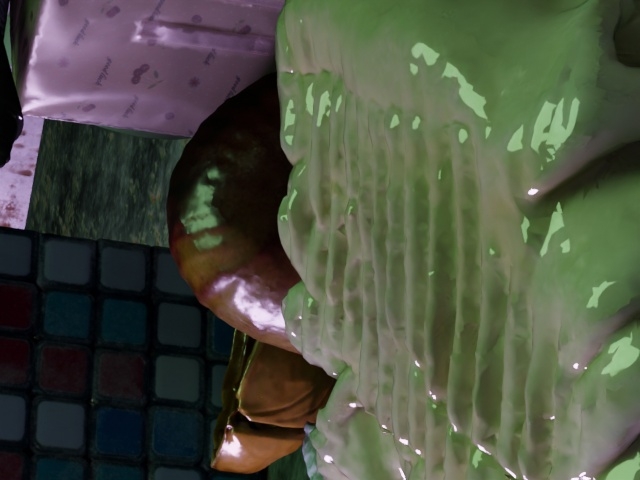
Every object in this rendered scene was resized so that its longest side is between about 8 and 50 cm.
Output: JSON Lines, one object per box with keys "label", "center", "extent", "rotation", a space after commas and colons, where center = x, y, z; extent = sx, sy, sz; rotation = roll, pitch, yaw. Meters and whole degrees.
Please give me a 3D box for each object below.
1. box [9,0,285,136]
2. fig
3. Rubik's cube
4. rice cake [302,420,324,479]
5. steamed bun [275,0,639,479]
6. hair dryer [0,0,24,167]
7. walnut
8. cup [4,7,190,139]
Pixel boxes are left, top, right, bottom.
{"label": "box", "center": [-0.117, -0.224, 1.624], "extent": [0.225, 0.297, 0.190], "rotation": [-103, 27, -48]}
{"label": "fig", "center": [0.000, 0.000, 1.399], "extent": [0.321, 0.216, 0.217], "rotation": [87, -174, -75]}
{"label": "Rubik's cube", "center": [-0.228, 0.181, 1.818], "extent": [0.293, 0.291, 0.287], "rotation": [126, 148, -60]}
{"label": "rice cake", "center": [0.019, 0.226, 1.425], "extent": [0.211, 0.043, 0.034], "rotation": [-100, 30, -44]}
{"label": "steamed bun", "center": [0.136, 0.027, 0.841], "extent": [0.352, 0.247, 0.339], "rotation": [25, 125, 54]}
{"label": "hair dryer", "center": [-0.294, -0.147, 1.533], "extent": [0.352, 0.107, 0.189], "rotation": [-111, 28, -48]}
{"label": "walnut", "center": [-0.030, 0.107, 1.549], "extent": [0.211, 0.087, 0.167], "rotation": [-84, 11, -58]}
{"label": "cup", "center": [-0.148, -0.309, 1.916], "extent": [0.357, 0.259, 0.275], "rotation": [-53, -12, -54]}
